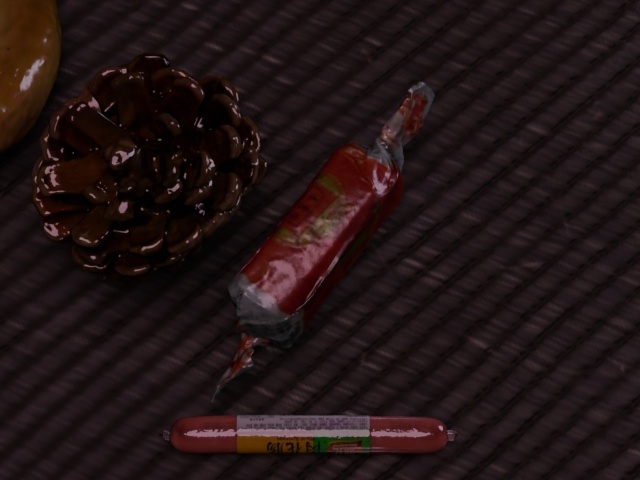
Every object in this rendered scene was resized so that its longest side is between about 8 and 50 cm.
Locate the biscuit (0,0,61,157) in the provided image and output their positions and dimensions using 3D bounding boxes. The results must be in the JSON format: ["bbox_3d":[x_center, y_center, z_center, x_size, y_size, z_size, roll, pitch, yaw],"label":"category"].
[{"bbox_3d":[-0.336,-0.128,1.393,0.274,0.091,0.213,-2,57,-5],"label":"biscuit"}]

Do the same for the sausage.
[{"bbox_3d":[-0.009,0.145,1.361,0.223,0.029,0.029,0,74,0],"label":"sausage"}]

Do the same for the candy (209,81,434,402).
[{"bbox_3d":[-0.001,0.000,1.374,0.059,0.086,0.292,34,76,12],"label":"candy"}]

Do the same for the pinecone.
[{"bbox_3d":[-0.130,-0.053,1.343,0.179,0.195,0.150,-42,98,1],"label":"pinecone"}]
